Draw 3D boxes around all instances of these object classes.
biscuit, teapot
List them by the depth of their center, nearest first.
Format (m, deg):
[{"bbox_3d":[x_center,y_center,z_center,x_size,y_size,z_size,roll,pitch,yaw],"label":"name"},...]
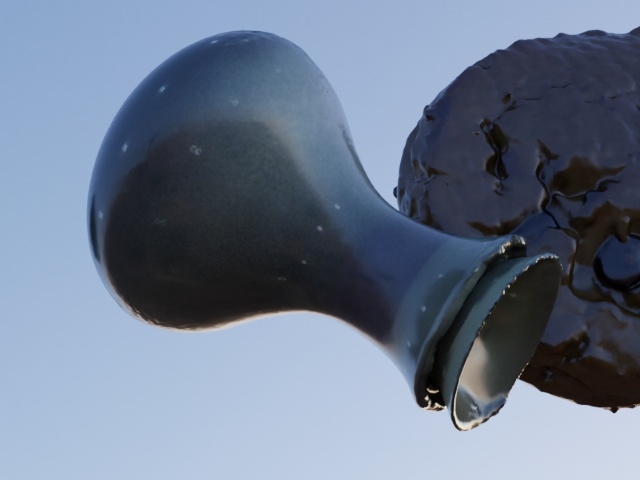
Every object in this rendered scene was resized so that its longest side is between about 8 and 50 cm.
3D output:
[{"bbox_3d":[0.000,0.000,0.943,0.251,0.183,0.183,29,-17,25],"label":"teapot"},{"bbox_3d":[0.193,-0.025,1.074,0.296,0.296,0.075,-5,-31,-7],"label":"biscuit"}]
